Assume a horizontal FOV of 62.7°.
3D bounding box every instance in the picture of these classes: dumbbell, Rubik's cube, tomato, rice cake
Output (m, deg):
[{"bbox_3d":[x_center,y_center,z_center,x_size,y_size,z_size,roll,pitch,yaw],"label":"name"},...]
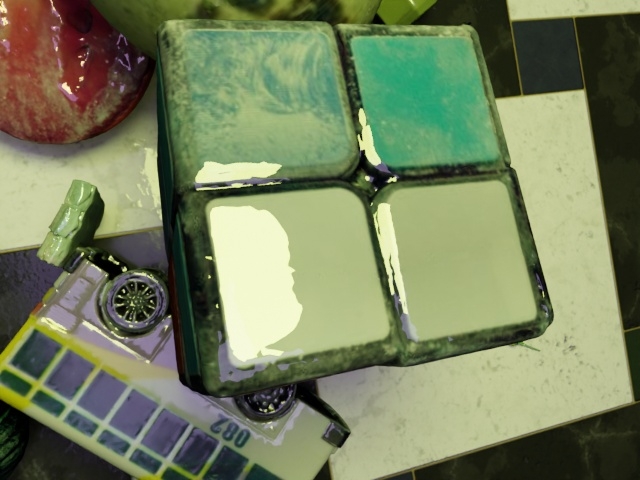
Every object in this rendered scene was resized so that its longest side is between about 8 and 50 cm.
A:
[{"bbox_3d":[0.076,-0.502,0.895,0.121,0.108,0.302,-42,98,-12],"label":"dumbbell"},{"bbox_3d":[-0.005,-0.018,0.569,0.313,0.316,0.318,-7,78,-19],"label":"Rubik's cube"},{"bbox_3d":[-0.397,-0.299,0.739,0.335,0.176,0.289,19,105,-14],"label":"tomato"},{"bbox_3d":[-0.338,-0.013,0.721,0.038,0.211,0.124,23,82,-16],"label":"rice cake"}]

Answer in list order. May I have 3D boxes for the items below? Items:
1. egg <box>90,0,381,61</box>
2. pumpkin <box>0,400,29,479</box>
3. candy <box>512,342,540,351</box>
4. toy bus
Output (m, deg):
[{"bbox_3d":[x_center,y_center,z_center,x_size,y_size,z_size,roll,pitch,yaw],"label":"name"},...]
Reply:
[{"bbox_3d":[-0.111,-0.361,0.550,0.345,0.345,0.428,-50,124,-11],"label":"egg"},{"bbox_3d":[-0.490,0.253,0.692,0.202,0.140,0.202,6,120,11],"label":"pumpkin"},{"bbox_3d":[0.392,0.198,1.008,0.083,0.025,0.023,21,111,-22],"label":"candy"},{"bbox_3d":[-0.201,0.219,0.751,0.440,0.209,0.249,36,80,-11],"label":"toy bus"}]
